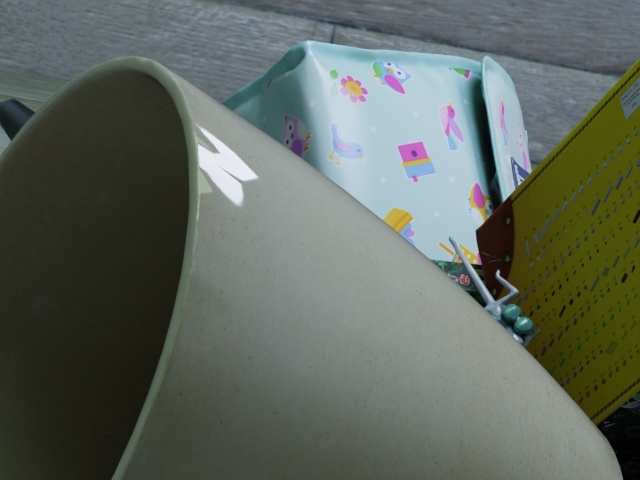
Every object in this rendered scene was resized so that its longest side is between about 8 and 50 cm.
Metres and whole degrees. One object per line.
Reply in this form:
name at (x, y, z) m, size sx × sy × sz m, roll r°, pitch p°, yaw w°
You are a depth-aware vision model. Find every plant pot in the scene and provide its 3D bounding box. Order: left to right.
plant pot at (-0.012, 0.091, 0.845) m, size 0.274 × 0.257 × 0.256 m, roll 23°, pitch 2°, yaw -30°

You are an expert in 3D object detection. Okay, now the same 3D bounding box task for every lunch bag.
lunch bag at (0.076, -0.027, 1.535) m, size 0.262 × 0.223 × 0.160 m, roll 2°, pitch -21°, yaw -35°

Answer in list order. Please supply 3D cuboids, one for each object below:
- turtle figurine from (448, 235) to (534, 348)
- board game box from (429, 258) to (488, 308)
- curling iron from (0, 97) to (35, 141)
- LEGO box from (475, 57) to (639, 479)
turtle figurine at (0.048, 0.086, 1.237) m, size 0.175 × 0.118 × 0.234 m, roll -4°, pitch 26°, yaw -3°
board game box at (0.130, 0.069, 1.418) m, size 0.259 × 0.136 × 0.030 m, roll 7°, pitch 53°, yaw -24°
curling iron at (-0.138, -0.041, 1.138) m, size 0.068 × 0.035 × 0.274 m, roll 10°, pitch 9°, yaw -31°
LEGO box at (0.382, -0.034, 1.205) m, size 0.372 × 0.193 × 0.500 m, roll 4°, pitch -31°, yaw -25°
